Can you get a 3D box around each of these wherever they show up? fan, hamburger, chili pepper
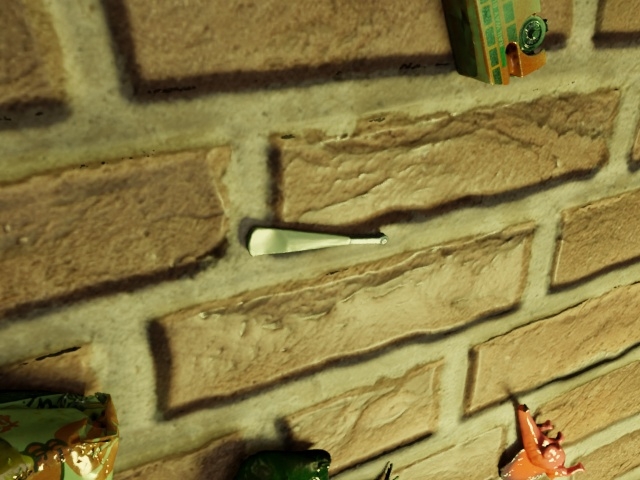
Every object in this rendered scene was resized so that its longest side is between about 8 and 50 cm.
[{"bbox_3d":[0.000,0.000,0.736,0.193,0.016,0.038,0,115,-28],"label":"fan"},{"bbox_3d":[-0.326,0.266,0.610,0.235,0.125,0.214,8,99,-46],"label":"hamburger"},{"bbox_3d":[-0.079,0.421,0.826,0.148,0.116,0.265,20,101,-31],"label":"chili pepper"}]

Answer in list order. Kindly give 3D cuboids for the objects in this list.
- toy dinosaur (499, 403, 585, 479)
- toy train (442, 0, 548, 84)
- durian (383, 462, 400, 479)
[{"bbox_3d":[0.382,0.395,1.116,0.139,0.070,0.286,-35,126,17],"label":"toy dinosaur"},{"bbox_3d":[0.197,-0.270,0.685,0.099,0.072,0.188,-29,124,-8],"label":"toy train"},{"bbox_3d":[0.068,0.465,0.970,0.100,0.086,0.215,-14,128,-62],"label":"durian"}]
